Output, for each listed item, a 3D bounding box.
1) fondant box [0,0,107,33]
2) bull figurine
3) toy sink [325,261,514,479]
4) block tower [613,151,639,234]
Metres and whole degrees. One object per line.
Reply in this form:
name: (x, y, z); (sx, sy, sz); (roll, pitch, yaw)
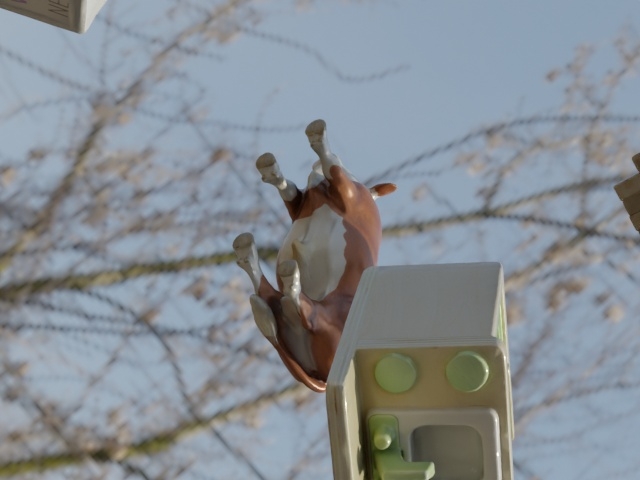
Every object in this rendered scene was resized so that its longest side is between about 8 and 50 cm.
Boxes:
fondant box: (-0.225, -0.250, 0.742); (0.330, 0.096, 0.238); (20, -46, 8)
bull figurine: (0.000, 0.000, 1.787); (0.101, 0.310, 0.188); (-15, -44, 23)
toy sink: (0.090, 0.131, 1.410); (0.131, 0.234, 0.153); (-2, -70, 11)
block tower: (0.404, 0.055, 1.736); (0.335, 0.091, 0.097); (62, 17, 2)
